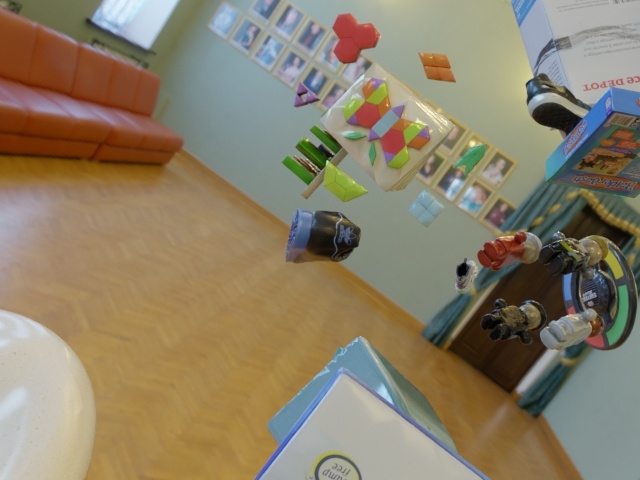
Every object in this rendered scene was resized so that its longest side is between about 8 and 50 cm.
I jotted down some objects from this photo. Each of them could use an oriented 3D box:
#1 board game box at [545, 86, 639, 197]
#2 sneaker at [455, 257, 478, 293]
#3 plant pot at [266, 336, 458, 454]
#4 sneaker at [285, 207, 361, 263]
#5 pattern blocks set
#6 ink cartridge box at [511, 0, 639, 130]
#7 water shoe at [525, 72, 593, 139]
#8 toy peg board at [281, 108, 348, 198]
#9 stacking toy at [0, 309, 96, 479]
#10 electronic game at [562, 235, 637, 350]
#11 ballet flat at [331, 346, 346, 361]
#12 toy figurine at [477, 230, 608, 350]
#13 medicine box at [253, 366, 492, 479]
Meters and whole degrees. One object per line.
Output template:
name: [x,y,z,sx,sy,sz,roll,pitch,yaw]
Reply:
board game box: [0.472,-0.145,1.007,0.160,0.047,0.210,10,-25,-5]
sneaker: [0.312,0.059,1.382,0.038,0.098,0.069,5,-49,23]
plant pot: [0.100,0.377,1.144,0.248,0.247,0.252,46,1,-31]
sneaker: [0.000,0.000,0.947,0.090,0.081,0.232,11,-2,-5]
pattern blocks set: [0.105,-0.188,1.058,0.325,0.285,0.026,32,13,10]
ink cartridge box: [0.541,-0.395,1.293,0.129,0.223,0.307,106,-27,-76]
water shoe: [0.418,-0.220,1.083,0.203,0.073,0.080,16,58,-40]
toy peg board: [0.006,-0.171,1.187,0.079,0.161,0.160,42,13,-5]
stacking toy: [-0.331,0.331,0.609,0.350,0.350,0.480,44,-30,43]
electronic game: [0.554,0.105,1.297,0.048,0.229,0.229,-4,19,-11]
ballet flat: [0.072,0.293,1.239,0.096,0.095,0.280,26,21,-7]
toy figurine: [0.402,0.087,1.163,0.148,0.213,0.209,-7,4,-36]
medicine box: [0.076,0.283,0.695,0.263,0.149,0.289,36,-14,9]
